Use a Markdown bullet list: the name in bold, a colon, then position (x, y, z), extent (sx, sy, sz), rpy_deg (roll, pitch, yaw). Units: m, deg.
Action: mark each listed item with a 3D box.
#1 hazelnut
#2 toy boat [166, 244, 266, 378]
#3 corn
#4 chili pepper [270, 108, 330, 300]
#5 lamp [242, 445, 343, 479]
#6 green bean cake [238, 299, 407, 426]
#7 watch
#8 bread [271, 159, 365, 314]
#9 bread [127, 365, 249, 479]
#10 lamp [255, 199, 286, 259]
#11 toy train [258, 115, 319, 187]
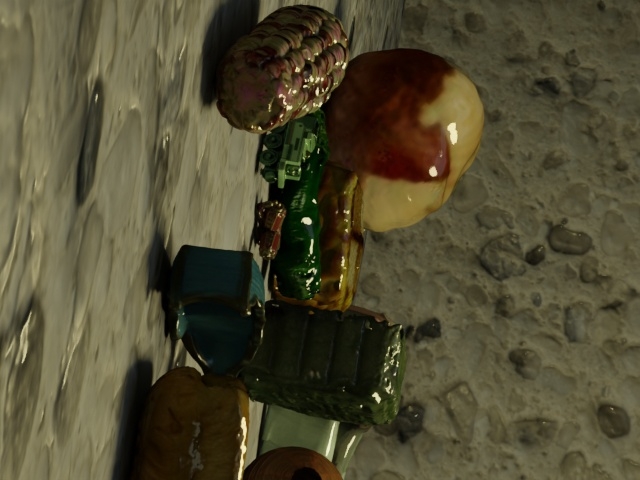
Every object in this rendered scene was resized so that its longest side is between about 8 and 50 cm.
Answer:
- **hazelnut**: position (0.094, -0.148, 2.316), extent (0.261, 0.241, 0.261), rpy_deg (-50, 167, -16)
- **toy boat**: position (-0.079, 0.065, 1.290), extent (0.185, 0.075, 0.077), rpy_deg (97, 0, -72)
- **corn**: position (-0.036, -0.142, 1.435), extent (0.280, 0.092, 0.092), rpy_deg (-50, 149, -72)
- **chili pepper**: position (-0.024, -0.045, 1.871), extent (0.098, 0.061, 0.224), rpy_deg (-103, -166, -62)
- **lamp**: position (-0.033, 0.297, 1.912), extent (0.136, 0.136, 0.136), rpy_deg (8, 90, -85)
- **green bean cake**: position (0.003, 0.134, 1.811), extent (0.181, 0.173, 0.094), rpy_deg (86, 15, -74)
- **watch**: position (-0.006, 0.228, 2.202), extent (0.241, 0.161, 0.253), rpy_deg (-59, 158, -43)
- **bread**: position (0.000, 0.000, 2.048), extent (0.222, 0.096, 0.181), rpy_deg (62, 34, -81)
- **bread**: position (-0.099, 0.196, 1.241), extent (0.114, 0.083, 0.211), rpy_deg (165, -66, -89)
- **lamp**: position (-0.052, -0.014, 1.776), extent (0.083, 0.031, 0.063), rpy_deg (-69, 169, -84)
- **toy train**: position (-0.032, -0.090, 1.719), extent (0.033, 0.053, 0.083), rpy_deg (93, 6, -52)
